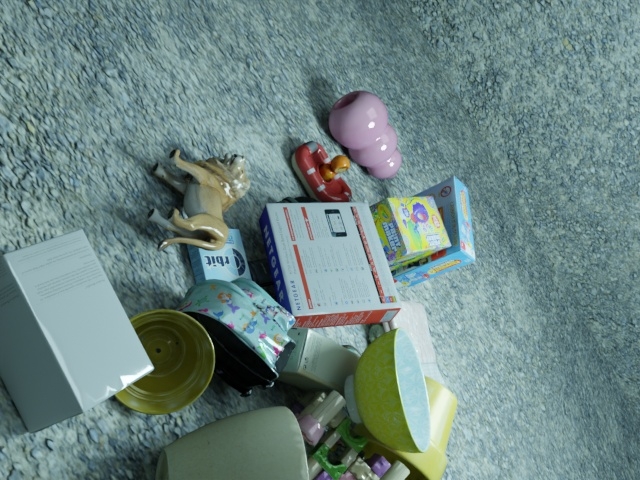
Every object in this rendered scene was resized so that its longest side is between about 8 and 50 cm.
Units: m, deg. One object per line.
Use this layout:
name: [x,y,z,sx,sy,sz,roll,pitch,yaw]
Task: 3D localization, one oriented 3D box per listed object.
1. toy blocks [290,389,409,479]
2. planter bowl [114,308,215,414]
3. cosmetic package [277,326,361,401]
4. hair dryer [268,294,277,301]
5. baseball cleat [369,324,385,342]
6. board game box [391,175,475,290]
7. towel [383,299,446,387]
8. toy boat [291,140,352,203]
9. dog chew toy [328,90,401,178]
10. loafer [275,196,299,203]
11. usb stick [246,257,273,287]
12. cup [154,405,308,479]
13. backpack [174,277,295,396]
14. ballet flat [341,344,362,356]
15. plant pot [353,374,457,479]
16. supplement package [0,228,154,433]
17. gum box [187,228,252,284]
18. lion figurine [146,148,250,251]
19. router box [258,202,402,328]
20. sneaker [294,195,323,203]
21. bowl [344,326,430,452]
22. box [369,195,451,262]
toy blocks: [-0.008,0.535,1.621,0.260,0.309,0.288,-44,95,-20]
planter bowl: [-0.329,0.236,1.414,0.217,0.217,0.090,53,-8,-16]
cosmetic package: [-0.007,0.314,1.726,0.309,0.160,0.113,35,61,-42]
hair dryer: [-0.070,0.216,1.848,0.293,0.080,0.224,-20,101,-50]
baseball cleat: [0.198,0.354,2.090,0.109,0.072,0.206,30,48,-39]
board game box: [0.357,-0.022,2.336,0.086,0.302,0.308,34,45,-37]
towel: [0.297,0.337,2.192,0.332,0.053,0.317,17,55,-63]
toy boat: [0.028,-0.214,2.156,0.231,0.151,0.151,58,35,-8]
dog chew toy: [0.170,-0.351,2.405,0.332,0.206,0.207,55,34,-28]
loafer: [-0.045,-0.007,1.954,0.084,0.096,0.267,-27,67,-40]
usb stick: [-0.107,0.078,1.885,0.278,0.045,0.077,-8,74,-54]
cup: [-0.188,0.484,1.327,0.237,0.331,0.331,7,60,-22]
backpack: [-0.197,0.194,1.526,0.253,0.225,0.191,38,53,-18]
ballet flat: [0.120,0.393,1.955,0.280,0.095,0.096,65,21,-18]
plant pot: [0.240,0.493,1.836,0.254,0.254,0.239,48,61,-23]
supplement package: [-0.471,0.160,1.237,0.177,0.175,0.293,-28,92,-57]
gum box: [-0.247,0.060,1.715,0.157,0.041,0.184,4,66,-52]
lion figurine: [-0.278,-0.078,1.654,0.240,0.142,0.392,33,39,-33]
router box: [0.020,0.057,1.806,0.301,0.082,0.335,-1,58,-22]
sneaker: [0.000,0.000,2.035,0.281,0.162,0.106,40,32,30]
bowl: [0.148,0.362,1.641,0.289,0.156,0.289,-14,90,-72]
box: [0.197,-0.001,2.132,0.290,0.279,0.177,-6,74,-55]
